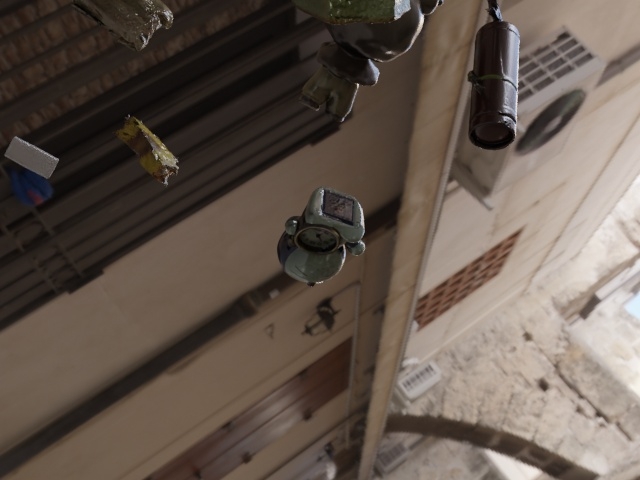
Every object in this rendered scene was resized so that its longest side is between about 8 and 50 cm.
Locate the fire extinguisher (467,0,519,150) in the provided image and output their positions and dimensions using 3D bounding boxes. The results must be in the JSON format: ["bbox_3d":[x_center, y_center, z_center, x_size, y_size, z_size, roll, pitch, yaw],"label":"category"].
[{"bbox_3d":[0.362,-0.363,1.526,0.105,0.341,0.141,-3,-29,22],"label":"fire extinguisher"}]

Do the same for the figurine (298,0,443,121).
[{"bbox_3d":[0.083,-0.443,1.584,0.248,0.381,0.203,28,28,-5],"label":"figurine"}]

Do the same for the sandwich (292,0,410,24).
[{"bbox_3d":[0.028,-0.416,1.173,0.220,0.186,0.108,8,-65,15],"label":"sandwich"}]

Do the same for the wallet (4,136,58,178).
[{"bbox_3d":[-0.745,-0.214,1.872,0.122,0.061,0.025,29,9,-16],"label":"wallet"}]

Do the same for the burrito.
[{"bbox_3d":[-0.526,-0.601,1.806,0.347,0.175,0.107,39,-44,15],"label":"burrito"}]

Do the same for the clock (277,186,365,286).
[{"bbox_3d":[0.000,0.000,1.609,0.243,0.199,0.147,124,-27,-50],"label":"clock"}]

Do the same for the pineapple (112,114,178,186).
[{"bbox_3d":[-0.452,-0.229,1.958,0.233,0.079,0.135,51,11,28],"label":"pineapple"}]
